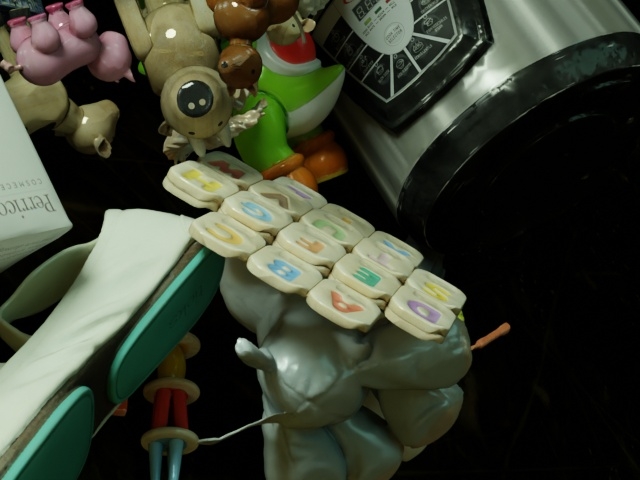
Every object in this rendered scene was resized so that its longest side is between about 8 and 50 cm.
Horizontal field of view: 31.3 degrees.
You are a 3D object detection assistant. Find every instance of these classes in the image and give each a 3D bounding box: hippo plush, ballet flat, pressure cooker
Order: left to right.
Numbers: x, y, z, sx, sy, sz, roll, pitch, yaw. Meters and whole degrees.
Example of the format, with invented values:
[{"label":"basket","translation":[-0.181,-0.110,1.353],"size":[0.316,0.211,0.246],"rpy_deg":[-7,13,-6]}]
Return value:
[{"label":"ballet flat","translation":[-0.214,0.108,0.884],"size":[0.139,0.139,0.400],"rpy_deg":[51,42,-17]},{"label":"hippo plush","translation":[-0.022,0.107,1.134],"size":[0.294,0.234,0.236],"rpy_deg":[0,38,-31]},{"label":"pressure cooker","translation":[0.162,-0.237,1.396],"size":[0.370,0.375,0.420],"rpy_deg":[-21,64,-19]}]

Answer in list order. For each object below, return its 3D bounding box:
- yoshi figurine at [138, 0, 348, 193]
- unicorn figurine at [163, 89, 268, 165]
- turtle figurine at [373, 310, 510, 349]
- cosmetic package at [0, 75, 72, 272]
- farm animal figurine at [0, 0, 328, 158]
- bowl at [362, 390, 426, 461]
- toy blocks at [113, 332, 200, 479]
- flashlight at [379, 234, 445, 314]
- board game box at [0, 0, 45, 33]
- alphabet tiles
[{"label":"yoshi figurine","translation":[-0.115,-0.207,1.290],"size":[0.203,0.203,0.362],"rpy_deg":[-24,103,-19]},{"label":"unicorn figurine","translation":[-0.113,-0.120,1.166],"size":[0.060,0.111,0.162],"rpy_deg":[46,-4,-9]},{"label":"turtle figurine","translation":[0.059,0.096,1.284],"size":[0.269,0.087,0.217],"rpy_deg":[-26,73,-16]},{"label":"cosmetic package","translation":[-0.370,-0.131,0.821],"size":[0.385,0.156,0.217],"rpy_deg":[62,29,2]},{"label":"farm animal figurine","translation":[-0.154,-0.161,1.052],"size":[0.327,0.330,0.172],"rpy_deg":[-72,148,-66]},{"label":"bowl","translation":[0.095,0.172,1.357],"size":[0.142,0.053,0.142],"rpy_deg":[50,34,-17]},{"label":"toy blocks","translation":[-0.158,0.141,1.009],"size":[0.123,0.054,0.148],"rpy_deg":[32,42,-40]},{"label":"flashlight","translation":[0.142,-0.009,1.534],"size":[0.304,0.103,0.103],"rpy_deg":[-60,140,-50]},{"label":"board game box","translation":[-0.354,-0.300,1.072],"size":[0.194,0.060,0.194],"rpy_deg":[-2,68,-56]},{"label":"alphabet tiles","translation":[0.000,0.000,1.038],"size":[0.284,0.021,0.278],"rpy_deg":[31,18,8]}]
